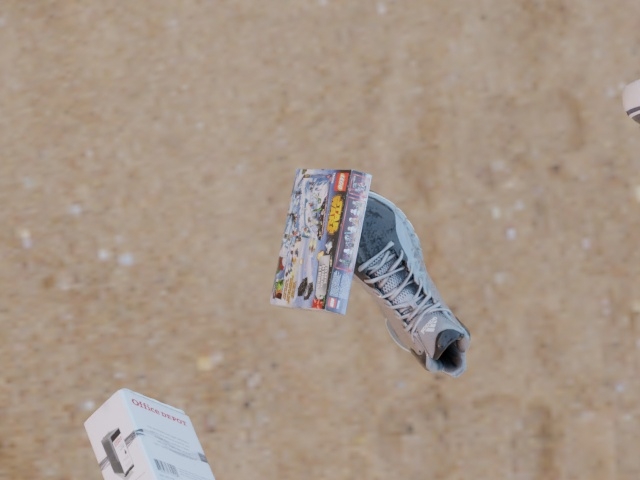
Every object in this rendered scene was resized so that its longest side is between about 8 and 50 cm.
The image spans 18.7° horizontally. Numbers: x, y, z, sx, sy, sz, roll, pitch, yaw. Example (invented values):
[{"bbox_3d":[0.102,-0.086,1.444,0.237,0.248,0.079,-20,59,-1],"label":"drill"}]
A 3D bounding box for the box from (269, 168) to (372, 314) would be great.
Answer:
[{"bbox_3d":[0.000,0.000,1.856,0.027,0.094,0.137,15,84,-35],"label":"box"}]

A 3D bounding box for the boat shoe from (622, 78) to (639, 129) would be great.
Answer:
[{"bbox_3d":[0.229,-0.048,1.009,0.065,0.183,0.083,-4,93,-37],"label":"boat shoe"}]

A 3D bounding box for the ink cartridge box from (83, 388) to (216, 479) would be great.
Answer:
[{"bbox_3d":[-0.152,0.215,1.804,0.099,0.056,0.135,28,26,-44],"label":"ink cartridge box"}]

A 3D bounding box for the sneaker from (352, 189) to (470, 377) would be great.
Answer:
[{"bbox_3d":[0.091,0.051,1.937,0.086,0.132,0.228,-38,126,-2],"label":"sneaker"}]
